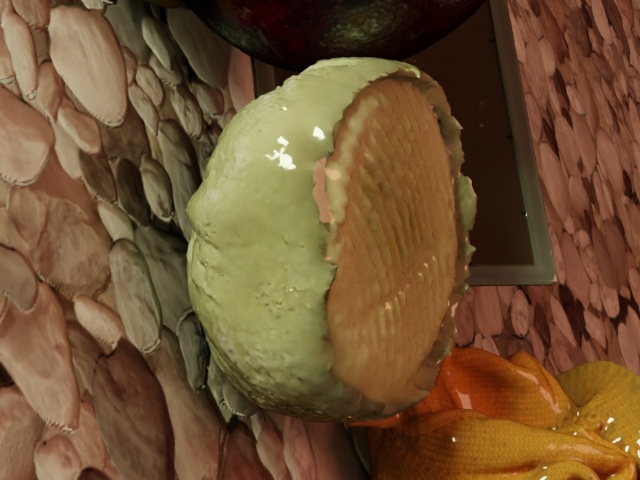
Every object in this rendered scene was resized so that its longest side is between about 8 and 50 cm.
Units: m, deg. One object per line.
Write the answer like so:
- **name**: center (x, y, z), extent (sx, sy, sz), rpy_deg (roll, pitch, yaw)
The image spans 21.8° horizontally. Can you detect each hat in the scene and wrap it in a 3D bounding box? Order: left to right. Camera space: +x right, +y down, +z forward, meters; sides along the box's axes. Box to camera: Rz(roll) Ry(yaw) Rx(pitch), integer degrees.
- **hat**: center (0.109, 0.168, 1.249), extent (0.233, 0.233, 0.244), rpy_deg (25, 7, -34)

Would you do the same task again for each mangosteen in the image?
- **mangosteen**: center (0.000, -0.260, 1.157), extent (0.300, 0.300, 0.300), rpy_deg (46, 35, -46)

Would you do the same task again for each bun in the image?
- **bun**: center (0.000, 0.000, 1.135), extent (0.259, 0.152, 0.259), rpy_deg (-4, 95, -62)

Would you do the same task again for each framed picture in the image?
- **framed picture**: center (0.060, -0.095, 1.341), extent (0.019, 0.232, 0.296), rpy_deg (121, -33, -61)
